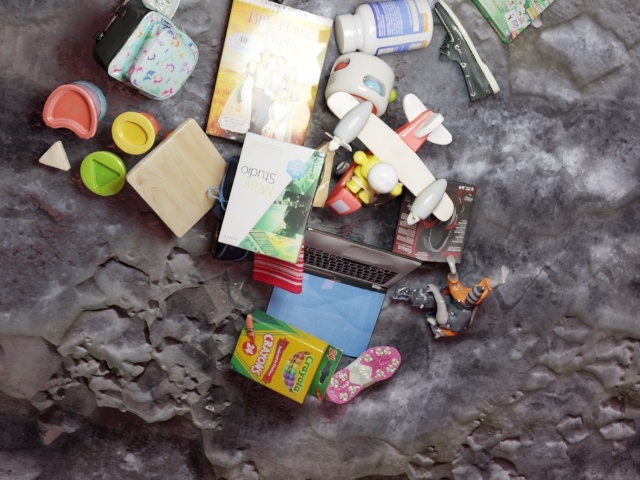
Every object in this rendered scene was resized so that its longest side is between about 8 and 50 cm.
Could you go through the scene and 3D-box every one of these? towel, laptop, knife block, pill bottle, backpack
[{"bbox_3d":[-0.130,0.014,1.861,0.031,0.198,0.275,-22,121,-48],"label":"towel"},{"bbox_3d":[0.055,0.183,1.964,0.381,0.408,0.236,16,64,-14],"label":"laptop"},{"bbox_3d":[-0.095,-0.187,1.930,0.242,0.088,0.276,7,100,-13],"label":"knife block"},{"bbox_3d":[0.187,-0.640,1.866,0.271,0.152,0.152,-10,103,-9],"label":"pill bottle"},{"bbox_3d":[-0.460,-0.507,1.709,0.191,0.253,0.225,40,96,20],"label":"backpack"}]

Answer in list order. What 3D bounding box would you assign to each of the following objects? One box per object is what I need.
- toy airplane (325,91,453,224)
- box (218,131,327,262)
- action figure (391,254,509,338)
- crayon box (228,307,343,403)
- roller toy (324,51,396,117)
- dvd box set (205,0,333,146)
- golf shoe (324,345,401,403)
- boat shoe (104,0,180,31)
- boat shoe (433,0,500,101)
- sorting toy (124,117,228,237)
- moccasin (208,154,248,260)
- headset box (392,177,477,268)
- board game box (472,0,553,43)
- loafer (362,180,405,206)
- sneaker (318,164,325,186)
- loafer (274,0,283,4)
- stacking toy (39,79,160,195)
[{"bbox_3d":[0.203,-0.227,1.775,0.386,0.272,0.385,4,118,6],"label":"toy airplane"},{"bbox_3d":[-0.135,-0.119,1.738,0.232,0.058,0.322,15,94,6],"label":"box"},{"bbox_3d":[0.421,0.202,2.034,0.341,0.179,0.330,2,133,-14],"label":"action figure"},{"bbox_3d":[-0.111,0.375,1.964,0.318,0.081,0.202,23,107,8],"label":"crayon box"},{"bbox_3d":[0.113,-0.453,1.853,0.209,0.191,0.146,13,75,15],"label":"roller toy"},{"bbox_3d":[-0.155,-0.494,1.873,0.307,0.062,0.421,12,98,-14],"label":"dvd box set"},{"bbox_3d":[0.132,0.450,2.097,0.306,0.140,0.115,-22,79,-26],"label":"golf shoe"},{"bbox_3d":[-0.509,-0.638,1.753,0.320,0.103,0.118,-45,105,0],"label":"boat shoe"},{"bbox_3d":[0.431,-0.586,1.945,0.113,0.127,0.340,-31,109,20],"label":"boat shoe"},{"bbox_3d":[-0.416,-0.189,1.824,0.255,0.089,0.257,-47,132,-15],"label":"sorting toy"},{"bbox_3d":[-0.264,-0.083,1.851,0.116,0.137,0.342,-12,118,-35],"label":"moccasin"},{"bbox_3d":[0.366,-0.053,2.005,0.218,0.110,0.293,5,100,-33],"label":"headset box"},{"bbox_3d":[0.576,-0.819,1.962,0.213,0.046,0.317,-43,105,-2],"label":"board game box"},{"bbox_3d":[0.212,-0.156,2.011,0.170,0.061,0.062,-28,105,-5],"label":"loafer"},{"bbox_3d":[-0.052,-0.152,1.853,0.081,0.090,0.232,19,97,-14],"label":"sneaker"},{"bbox_3d":[-0.131,-0.806,1.807,0.078,0.080,0.220,-17,103,-8],"label":"loafer"},{"bbox_3d":[-0.643,-0.302,1.809,0.308,0.130,0.280,27,111,-8],"label":"stacking toy"}]
